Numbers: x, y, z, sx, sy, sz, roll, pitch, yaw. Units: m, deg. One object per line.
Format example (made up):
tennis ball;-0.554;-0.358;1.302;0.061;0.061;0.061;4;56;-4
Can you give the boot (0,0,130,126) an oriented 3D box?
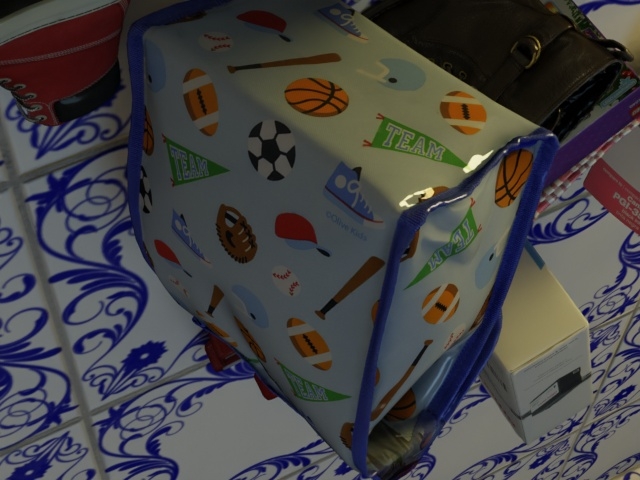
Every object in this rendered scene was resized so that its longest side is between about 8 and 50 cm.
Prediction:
boot;-0.265;-0.137;0.992;0.244;0.088;0.176;-20;151;-28

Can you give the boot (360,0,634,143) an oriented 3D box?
boot;0.140;-0.153;1.202;0.263;0.229;0.091;-44;149;20

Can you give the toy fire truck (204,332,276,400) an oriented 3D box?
toy fire truck;-0.002;0.068;1.510;0.302;0.169;0.254;-27;175;-7

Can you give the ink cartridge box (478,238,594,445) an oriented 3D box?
ink cartridge box;0.269;0.123;1.756;0.129;0.223;0.307;-31;151;-3

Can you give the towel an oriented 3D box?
towel;0.306;-0.112;1.525;0.029;0.144;0.197;41;106;-18

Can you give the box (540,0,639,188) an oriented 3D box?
box;0.164;-0.128;1.295;0.293;0.201;0.057;-38;150;11

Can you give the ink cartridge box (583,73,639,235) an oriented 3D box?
ink cartridge box;0.481;-0.166;1.593;0.207;0.117;0.283;-29;153;-31

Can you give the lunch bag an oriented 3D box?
lunch bag;0.000;0.000;1.135;0.239;0.328;0.386;-29;144;-36

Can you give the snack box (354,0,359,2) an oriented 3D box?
snack box;0.081;-0.294;1.144;0.178;0.022;0.064;-40;149;14
